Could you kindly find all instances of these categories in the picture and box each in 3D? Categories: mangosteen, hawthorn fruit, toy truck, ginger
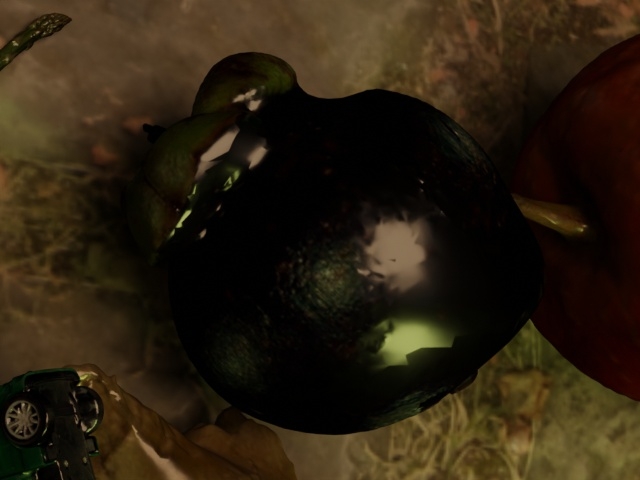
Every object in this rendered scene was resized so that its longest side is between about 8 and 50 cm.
[{"bbox_3d":[0.000,0.000,0.955,0.243,0.243,0.242,6,79,-35],"label":"mangosteen"},{"bbox_3d":[0.240,-0.013,1.091,0.330,0.287,0.287,3,81,-36],"label":"hawthorn fruit"},{"bbox_3d":[-0.140,0.141,0.833,0.065,0.079,0.147,4,71,-70],"label":"toy truck"},{"bbox_3d":[-0.074,0.184,0.928,0.270,0.123,0.219,42,46,-15],"label":"ginger"}]

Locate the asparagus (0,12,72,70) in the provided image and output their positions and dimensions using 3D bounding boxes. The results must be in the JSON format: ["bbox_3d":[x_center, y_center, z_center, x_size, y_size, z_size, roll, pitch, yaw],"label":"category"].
[{"bbox_3d":[-0.185,-0.102,0.958,0.114,0.014,0.015,-47,143,-30],"label":"asparagus"}]
